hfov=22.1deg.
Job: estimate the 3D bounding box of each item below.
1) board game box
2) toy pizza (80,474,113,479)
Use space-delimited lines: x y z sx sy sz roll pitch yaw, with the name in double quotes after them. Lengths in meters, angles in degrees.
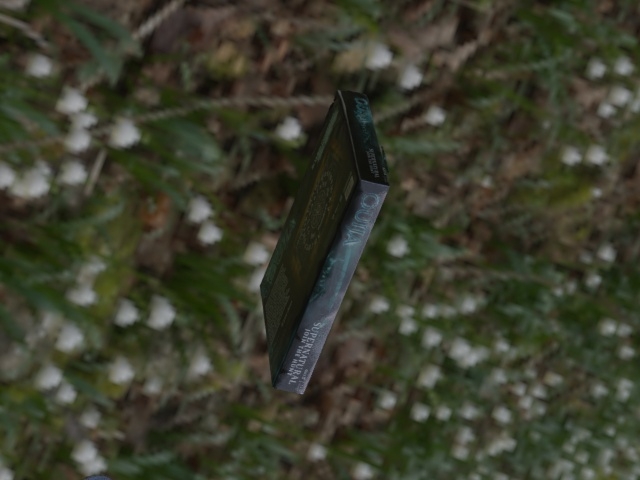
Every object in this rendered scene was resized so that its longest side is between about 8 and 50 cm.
0.000 0.000 1.178 0.126 0.026 0.186 -100 -153 -54 "board game box"
-0.070 0.175 0.511 0.201 0.032 0.201 -7 90 -85 "toy pizza"
